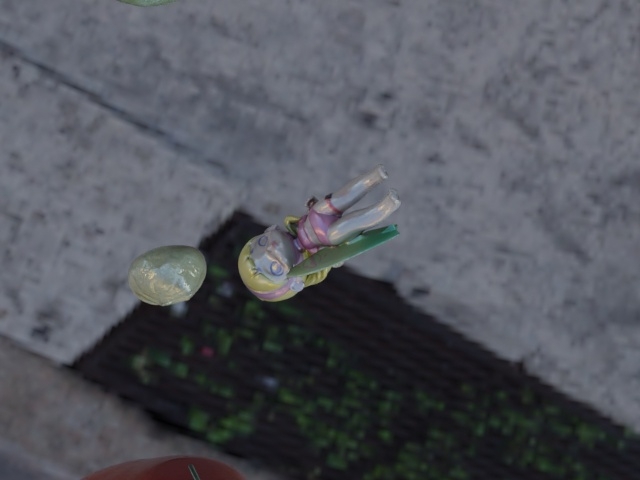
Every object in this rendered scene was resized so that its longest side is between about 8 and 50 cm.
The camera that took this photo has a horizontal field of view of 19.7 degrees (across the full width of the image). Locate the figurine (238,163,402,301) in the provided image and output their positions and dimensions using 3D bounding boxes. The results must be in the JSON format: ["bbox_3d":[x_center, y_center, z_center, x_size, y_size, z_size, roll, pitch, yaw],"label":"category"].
[{"bbox_3d":[0.000,0.000,1.634,0.187,0.083,0.083,-37,120,27],"label":"figurine"}]

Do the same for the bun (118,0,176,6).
[{"bbox_3d":[-0.156,-0.253,1.309,0.118,0.195,0.195,-36,121,28],"label":"bun"}]

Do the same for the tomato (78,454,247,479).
[{"bbox_3d":[-0.161,0.313,1.685,0.260,0.259,0.180,-15,140,33],"label":"tomato"}]

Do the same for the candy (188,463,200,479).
[{"bbox_3d":[-0.063,0.160,1.105,0.023,0.083,0.025,5,123,-28],"label":"candy"}]

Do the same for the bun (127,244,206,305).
[{"bbox_3d":[-0.160,0.041,1.939,0.086,0.054,0.086,-8,158,-3],"label":"bun"}]
